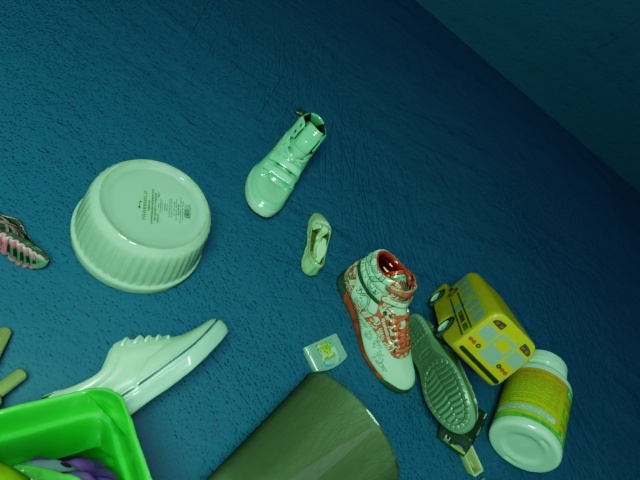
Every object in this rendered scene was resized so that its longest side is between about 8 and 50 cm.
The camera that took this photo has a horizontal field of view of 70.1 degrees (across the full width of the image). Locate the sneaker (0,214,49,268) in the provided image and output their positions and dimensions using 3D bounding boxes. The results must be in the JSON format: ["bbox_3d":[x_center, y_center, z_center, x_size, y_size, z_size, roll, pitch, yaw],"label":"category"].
[{"bbox_3d":[-0.430,-0.008,0.638,0.119,0.047,0.057,36,34,-13],"label":"sneaker"}]

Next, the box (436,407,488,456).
[{"bbox_3d":[0.275,0.360,0.884,0.062,0.052,0.083,27,34,31],"label":"box"}]

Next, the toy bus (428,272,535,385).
[{"bbox_3d":[0.309,0.159,0.923,0.108,0.130,0.332,44,15,-1],"label":"toy bus"}]

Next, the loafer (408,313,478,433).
[{"bbox_3d":[0.244,0.254,0.899,0.087,0.094,0.251,21,35,-35],"label":"loafer"}]

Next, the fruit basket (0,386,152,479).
[{"bbox_3d":[-0.289,0.234,0.309,0.392,0.392,0.283,-4,38,-39],"label":"fruit basket"}]

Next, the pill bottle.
[{"bbox_3d":[0.462,0.353,0.984,0.136,0.136,0.246,48,44,1],"label":"pill bottle"}]

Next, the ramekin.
[{"bbox_3d":[-0.274,-0.031,0.720,0.207,0.109,0.207,20,50,-25],"label":"ramekin"}]

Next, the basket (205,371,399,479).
[{"bbox_3d":[-0.039,0.321,0.626,0.227,0.154,0.204,-23,58,-39],"label":"basket"}]

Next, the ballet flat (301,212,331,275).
[{"bbox_3d":[0.000,0.000,0.944,0.057,0.052,0.168,26,48,-20],"label":"ballet flat"}]

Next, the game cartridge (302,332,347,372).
[{"bbox_3d":[0.011,0.208,0.834,0.083,0.017,0.056,-15,74,-42],"label":"game cartridge"}]

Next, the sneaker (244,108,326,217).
[{"bbox_3d":[-0.067,-0.170,0.942,0.094,0.151,0.256,33,47,-16],"label":"sneaker"}]

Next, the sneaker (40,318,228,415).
[{"bbox_3d":[-0.239,0.167,0.618,0.258,0.094,0.091,-34,88,-45],"label":"sneaker"}]

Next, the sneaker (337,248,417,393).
[{"bbox_3d":[0.136,0.150,0.875,0.090,0.145,0.270,-9,67,-41],"label":"sneaker"}]

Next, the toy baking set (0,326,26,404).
[{"bbox_3d":[-0.465,0.160,0.481,0.197,0.030,0.256,33,31,-3],"label":"toy baking set"}]

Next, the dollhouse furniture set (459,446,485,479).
[{"bbox_3d":[0.296,0.430,0.845,0.091,0.081,0.114,-5,64,-39],"label":"dollhouse furniture set"}]
